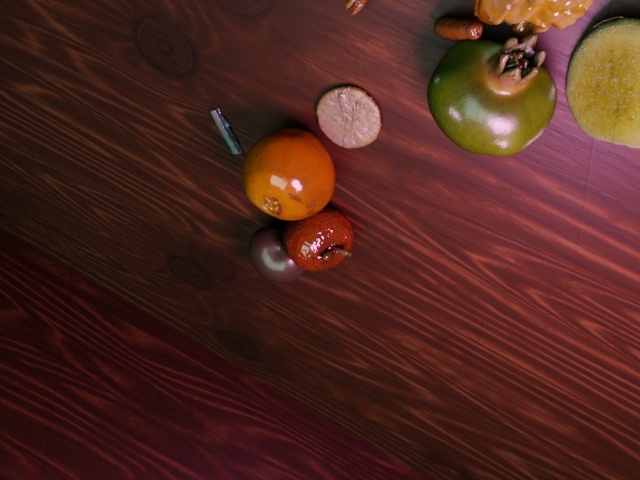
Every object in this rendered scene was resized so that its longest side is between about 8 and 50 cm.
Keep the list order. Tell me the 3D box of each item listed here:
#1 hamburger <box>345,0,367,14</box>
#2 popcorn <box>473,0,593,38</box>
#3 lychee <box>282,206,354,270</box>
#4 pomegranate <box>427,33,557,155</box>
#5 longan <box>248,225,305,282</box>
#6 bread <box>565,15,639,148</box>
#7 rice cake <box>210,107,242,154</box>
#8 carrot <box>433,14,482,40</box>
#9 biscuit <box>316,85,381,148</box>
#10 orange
[{"bbox_3d":[0.101,-0.629,1.295,0.044,0.083,0.076,41,167,-21],"label":"hamburger"},{"bbox_3d":[0.465,-0.568,1.030,0.265,0.225,0.332,41,136,-8],"label":"popcorn"},{"bbox_3d":[0.000,0.000,1.802,0.300,0.255,0.255,50,149,37],"label":"lychee"},{"bbox_3d":[0.405,-0.335,1.207,0.310,0.216,0.358,34,175,4],"label":"pomegranate"},{"bbox_3d":[-0.170,0.053,1.968,0.246,0.214,0.246,10,146,7],"label":"longan"},{"bbox_3d":[0.677,-0.348,1.126,0.301,0.045,0.301,51,156,34],"label":"bread"},{"bbox_3d":[-0.336,-0.392,1.804,0.042,0.030,0.180,-3,126,39],"label":"rice cake"},{"bbox_3d":[0.329,-0.511,1.211,0.060,0.186,0.060,-6,117,-13],"label":"carrot"},{"bbox_3d":[0.087,-0.381,1.563,0.220,0.033,0.219,17,135,18],"label":"biscuit"},{"bbox_3d":[-0.100,-0.214,1.634,0.313,0.312,0.311,16,134,18],"label":"orange"}]
